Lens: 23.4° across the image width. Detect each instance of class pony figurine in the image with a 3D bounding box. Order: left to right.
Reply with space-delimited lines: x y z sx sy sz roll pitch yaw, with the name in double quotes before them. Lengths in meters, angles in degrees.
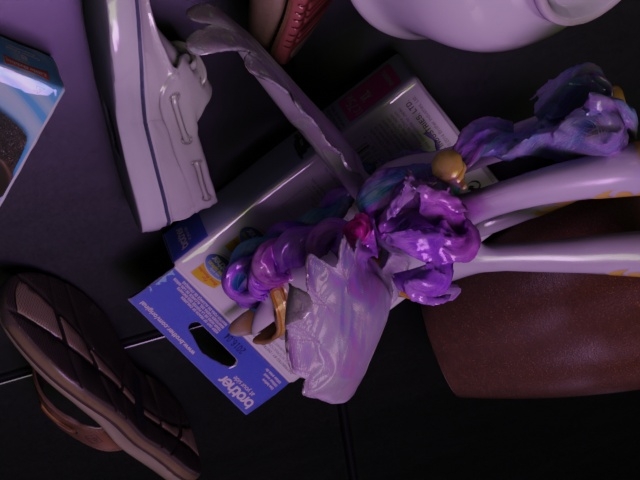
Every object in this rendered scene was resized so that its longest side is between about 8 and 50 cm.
"pony figurine" 0.065 -0.017 1.167 0.363 0.303 0.351 -15 157 8

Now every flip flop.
"flip flop" -0.201 0.136 1.359 0.080 0.112 0.277 -24 135 15

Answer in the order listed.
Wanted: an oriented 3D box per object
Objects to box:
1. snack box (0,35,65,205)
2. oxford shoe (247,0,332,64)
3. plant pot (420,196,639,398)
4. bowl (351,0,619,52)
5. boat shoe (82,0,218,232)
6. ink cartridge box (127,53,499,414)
"snack box" -0.376 -0.104 1.144 0.322 0.060 0.187 20 115 -30
"oxford shoe" -0.024 -0.292 1.135 0.130 0.123 0.348 21 129 10
"plant pot" 0.216 0.056 1.403 0.230 0.215 0.215 -20 129 13
"bowl" 0.165 -0.249 1.129 0.298 0.134 0.298 -31 144 -26
"boat shoe" -0.129 -0.121 1.215 0.084 0.095 0.258 -18 138 -13
"ink cartridge box" 0.000 0.000 1.354 0.311 0.065 0.186 -39 126 5
